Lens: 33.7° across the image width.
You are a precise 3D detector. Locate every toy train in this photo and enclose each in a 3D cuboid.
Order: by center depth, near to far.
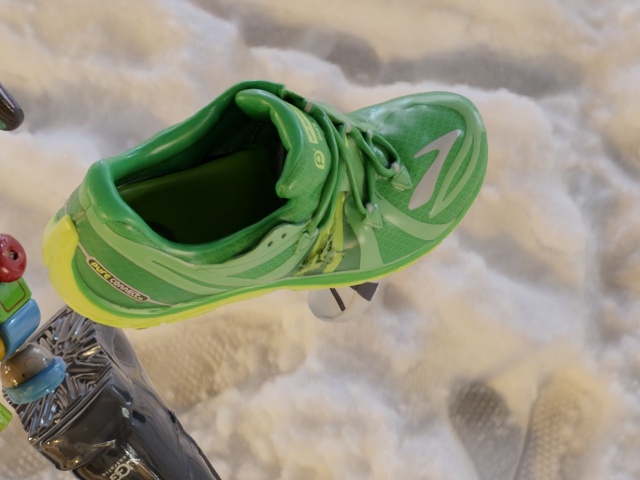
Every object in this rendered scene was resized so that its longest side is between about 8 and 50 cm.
[{"bbox_3d":[-0.301,0.108,0.835,0.105,0.143,0.248,-20,18,24],"label":"toy train"}]

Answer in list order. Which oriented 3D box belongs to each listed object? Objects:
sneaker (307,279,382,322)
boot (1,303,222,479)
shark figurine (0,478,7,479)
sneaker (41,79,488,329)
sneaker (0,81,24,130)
[{"bbox_3d":[0.000,0.000,1.103,0.153,0.235,0.094,14,57,-21],"label":"sneaker"},{"bbox_3d":[-0.148,0.286,1.187,0.146,0.367,0.445,-41,112,-1],"label":"boot"},{"bbox_3d":[-0.280,0.387,1.034,0.116,0.166,0.278,-20,68,-1],"label":"shark figurine"},{"bbox_3d":[-0.009,-0.030,0.609,0.295,0.123,0.109,-20,71,-29],"label":"sneaker"},{"bbox_3d":[-0.454,-0.243,1.360,0.223,0.083,0.098,43,51,-12],"label":"sneaker"}]
